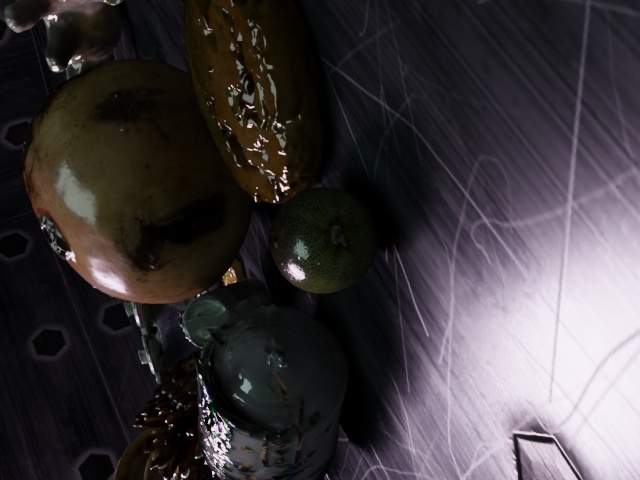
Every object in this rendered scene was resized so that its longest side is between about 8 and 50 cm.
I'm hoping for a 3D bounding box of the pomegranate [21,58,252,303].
[{"bbox_3d":[-0.229,-0.073,1.246,0.322,0.322,0.322,57,159,36],"label":"pomegranate"}]

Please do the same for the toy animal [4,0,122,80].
[{"bbox_3d":[-0.385,-0.378,1.602,0.266,0.188,0.308,-67,-34,-72],"label":"toy animal"}]

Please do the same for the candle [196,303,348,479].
[{"bbox_3d":[-0.058,0.179,1.156,0.187,0.187,0.330,60,159,29],"label":"candle"}]

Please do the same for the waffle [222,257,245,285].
[{"bbox_3d":[-0.134,0.082,1.555,0.092,0.021,0.135,39,146,59],"label":"waffle"}]

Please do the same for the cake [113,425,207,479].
[{"bbox_3d":[-0.226,0.472,1.791,0.332,0.332,0.321,66,161,11],"label":"cake"}]

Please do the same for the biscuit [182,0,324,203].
[{"bbox_3d":[-0.081,-0.168,1.006,0.296,0.075,0.296,56,158,36],"label":"biscuit"}]

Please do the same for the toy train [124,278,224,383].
[{"bbox_3d":[-0.266,0.100,1.758,0.249,0.173,0.307,-115,15,-44],"label":"toy train"}]

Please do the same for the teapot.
[{"bbox_3d":[-0.109,0.094,1.301,0.200,0.107,0.077,-18,-92,-78],"label":"teapot"}]

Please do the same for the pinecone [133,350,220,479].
[{"bbox_3d":[-0.130,0.299,1.444,0.292,0.246,0.246,56,166,-13],"label":"pinecone"}]

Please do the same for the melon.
[{"bbox_3d":[0.000,0.000,0.910,0.162,0.099,0.099,177,73,-78],"label":"melon"}]
